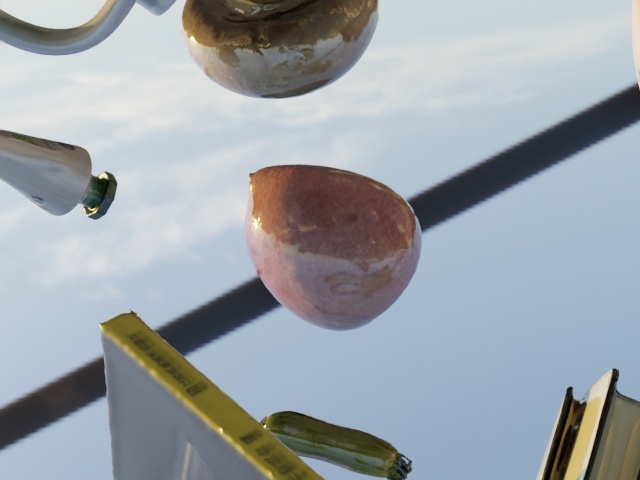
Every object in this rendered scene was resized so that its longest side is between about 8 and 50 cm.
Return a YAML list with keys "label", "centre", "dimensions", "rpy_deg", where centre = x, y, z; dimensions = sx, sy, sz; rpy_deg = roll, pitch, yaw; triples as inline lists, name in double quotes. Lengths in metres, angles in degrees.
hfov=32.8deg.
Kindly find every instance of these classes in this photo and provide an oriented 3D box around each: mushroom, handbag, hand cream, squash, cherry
- label: "mushroom"
  centre: [-0.047, -0.261, 1.216]
  dimensions: [0.226, 0.178, 0.226]
  rpy_deg: [-5, -126, 8]
- label: "handbag"
  centre: [0.300, 0.351, 1.229]
  dimensions: [0.160, 0.236, 0.358]
  rpy_deg: [23, -117, 5]
- label: "hand cream"
  centre: [-0.350, -0.106, 1.046]
  dimensions: [0.336, 0.076, 0.121]
  rpy_deg: [27, -176, -34]
- label: "squash"
  centre: [0.017, 0.235, 1.248]
  dimensions: [0.183, 0.052, 0.052]
  rpy_deg: [16, -161, 0]
- label: "cherry"
  centre: [0.005, 0.010, 1.453]
  dimensions: [0.239, 0.206, 0.239]
  rpy_deg: [5, 160, 2]

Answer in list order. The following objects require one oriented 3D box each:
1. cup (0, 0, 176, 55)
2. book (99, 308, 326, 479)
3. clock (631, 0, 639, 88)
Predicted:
- label: "cup"
  centre: [-0.206, -0.323, 0.868]
  dimensions: [0.274, 0.356, 0.259]
  rpy_deg: [32, -156, -18]
- label: "book"
  centre: [0.031, 0.221, 0.444]
  dimensions: [0.028, 0.262, 0.374]
  rpy_deg: [-28, -131, -35]
- label: "clock"
  centre: [0.493, -0.242, 1.186]
  dimensions: [0.250, 0.376, 0.368]
  rpy_deg: [3, 148, -40]
